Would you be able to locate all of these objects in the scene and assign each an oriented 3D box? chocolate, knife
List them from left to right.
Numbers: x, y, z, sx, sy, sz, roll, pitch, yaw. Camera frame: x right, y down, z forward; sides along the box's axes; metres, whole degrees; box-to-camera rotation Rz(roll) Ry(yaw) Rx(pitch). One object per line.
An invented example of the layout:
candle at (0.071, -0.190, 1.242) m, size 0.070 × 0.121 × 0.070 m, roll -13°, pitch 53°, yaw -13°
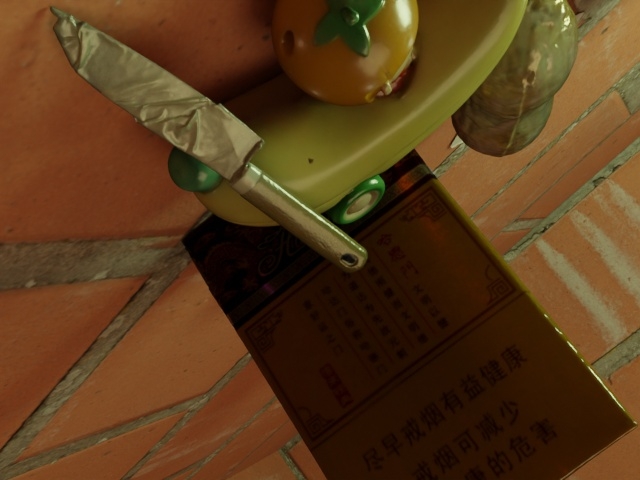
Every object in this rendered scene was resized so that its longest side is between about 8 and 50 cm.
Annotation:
knife at (-0.059, -0.058, 0.471) m, size 0.047 × 0.017 × 0.297 m, roll -40°, pitch 127°, yaw 21°
chocolate at (0.210, -0.182, 0.764) m, size 0.134 × 0.134 × 0.309 m, roll -37°, pitch 163°, yaw -3°

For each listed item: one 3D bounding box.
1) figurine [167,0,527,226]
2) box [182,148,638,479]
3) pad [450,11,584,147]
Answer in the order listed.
figurine at (0.026, -0.136, 0.539) m, size 0.324 × 0.124 × 0.222 m, roll -39°, pitch 157°, yaw 8°
box at (0.070, 0.085, 0.687) m, size 0.264 × 0.415 × 0.116 m, roll -39°, pitch 157°, yaw 6°
pad at (0.287, -0.232, 1.000) m, size 0.156 × 0.004 × 0.232 m, roll -28°, pitch 160°, yaw -30°
